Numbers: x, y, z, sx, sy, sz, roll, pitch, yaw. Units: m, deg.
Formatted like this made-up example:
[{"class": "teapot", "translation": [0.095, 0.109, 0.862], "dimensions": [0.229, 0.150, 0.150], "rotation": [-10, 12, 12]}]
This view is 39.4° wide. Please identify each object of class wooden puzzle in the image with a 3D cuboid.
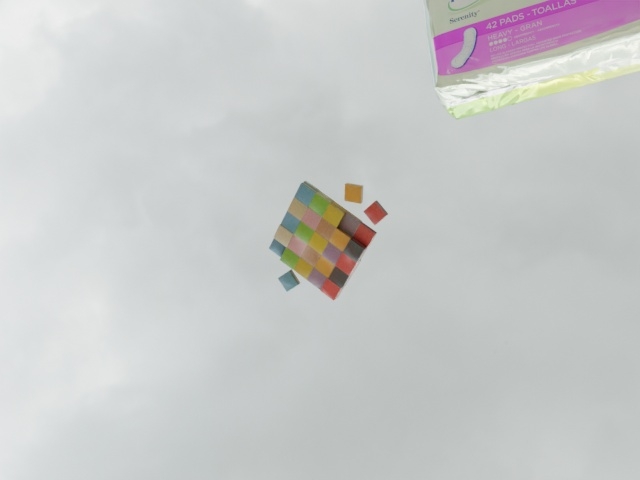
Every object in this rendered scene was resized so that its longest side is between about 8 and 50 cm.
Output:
[{"class": "wooden puzzle", "translation": [0.000, 0.000, 0.491], "dimensions": [0.049, 0.083, 0.006], "rotation": [36, -148, 12]}]

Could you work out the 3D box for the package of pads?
[{"class": "package of pads", "translation": [0.241, -0.268, 0.863], "dimensions": [0.296, 0.101, 0.229], "rotation": [-12, -109, 23]}]
